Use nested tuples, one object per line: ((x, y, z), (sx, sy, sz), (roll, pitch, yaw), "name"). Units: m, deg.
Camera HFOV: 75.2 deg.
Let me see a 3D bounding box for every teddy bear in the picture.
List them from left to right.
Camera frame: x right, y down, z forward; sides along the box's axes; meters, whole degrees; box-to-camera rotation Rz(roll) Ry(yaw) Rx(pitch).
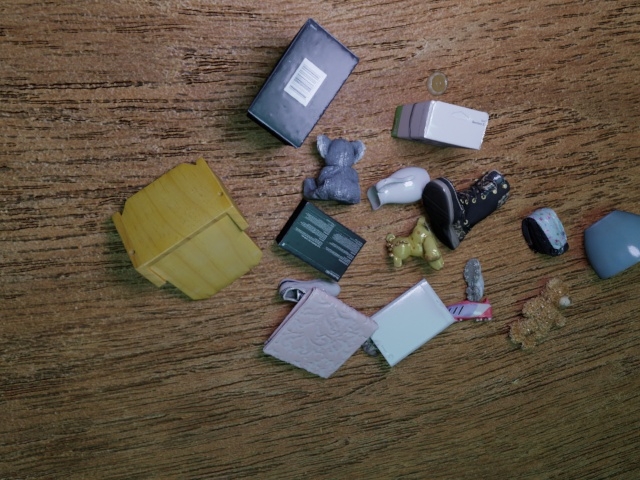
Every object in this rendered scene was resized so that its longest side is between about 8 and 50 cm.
((0.941, 0.321, 1.761), (0.338, 0.113, 0.245), (-40, 111, 1), "teddy bear")

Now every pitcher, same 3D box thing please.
((0.279, -0.191, 1.450), (0.207, 0.178, 0.125), (-18, 78, -5), "pitcher")

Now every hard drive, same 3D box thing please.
((0.341, 0.320, 1.630), (0.307, 0.040, 0.203), (-35, 84, -2), "hard drive")

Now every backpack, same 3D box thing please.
((0.888, -0.036, 1.648), (0.115, 0.152, 0.182), (-32, 97, -8), "backpack")

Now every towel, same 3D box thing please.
((0.003, 0.351, 1.545), (0.332, 0.053, 0.317), (33, 106, -29), "towel")

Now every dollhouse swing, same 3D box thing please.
((-0.419, -0.021, 1.404), (0.347, 0.305, 0.315), (-35, 67, -1), "dollhouse swing")

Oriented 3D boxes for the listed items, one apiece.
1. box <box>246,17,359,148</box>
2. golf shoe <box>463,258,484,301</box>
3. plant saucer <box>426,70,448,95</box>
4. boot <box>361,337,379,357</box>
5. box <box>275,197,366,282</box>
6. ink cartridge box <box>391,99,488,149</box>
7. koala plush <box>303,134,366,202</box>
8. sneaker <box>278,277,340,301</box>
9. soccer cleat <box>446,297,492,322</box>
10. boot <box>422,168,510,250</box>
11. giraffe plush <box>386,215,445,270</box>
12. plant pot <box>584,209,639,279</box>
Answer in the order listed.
((-0.072, -0.447, 1.240), (0.183, 0.294, 0.296), (34, 95, -16), "box")
((0.628, 0.156, 1.685), (0.086, 0.069, 0.176), (-8, 100, -45), "golf shoe")
((0.414, -0.552, 1.464), (0.083, 0.015, 0.083), (-3, 105, -12), "plant saucer")
((0.223, 0.409, 1.668), (0.118, 0.042, 0.087), (-42, 101, -6), "boot")
((0.000, 0.000, 1.477), (0.261, 0.103, 0.184), (33, 93, -18), "box")
((0.380, -0.376, 1.367), (0.198, 0.273, 0.114), (8, 103, -14), "ink cartridge box")
((0.061, -0.239, 1.393), (0.196, 0.203, 0.221), (7, 91, -14), "koala plush")
((-0.036, 0.193, 1.525), (0.235, 0.095, 0.090), (0, 103, -14), "sneaker")
((0.581, 0.285, 1.701), (0.248, 0.083, 0.095), (-1, 72, -6), "soccer cleat")
((0.524, -0.153, 1.479), (0.284, 0.138, 0.377), (-38, 138, -4), "boot")
((0.340, 0.029, 1.539), (0.170, 0.181, 0.210), (-24, 121, 17), "giraffe plush")
((1.189, -0.007, 1.666), (0.290, 0.290, 0.195), (-33, 73, -2), "plant pot")
